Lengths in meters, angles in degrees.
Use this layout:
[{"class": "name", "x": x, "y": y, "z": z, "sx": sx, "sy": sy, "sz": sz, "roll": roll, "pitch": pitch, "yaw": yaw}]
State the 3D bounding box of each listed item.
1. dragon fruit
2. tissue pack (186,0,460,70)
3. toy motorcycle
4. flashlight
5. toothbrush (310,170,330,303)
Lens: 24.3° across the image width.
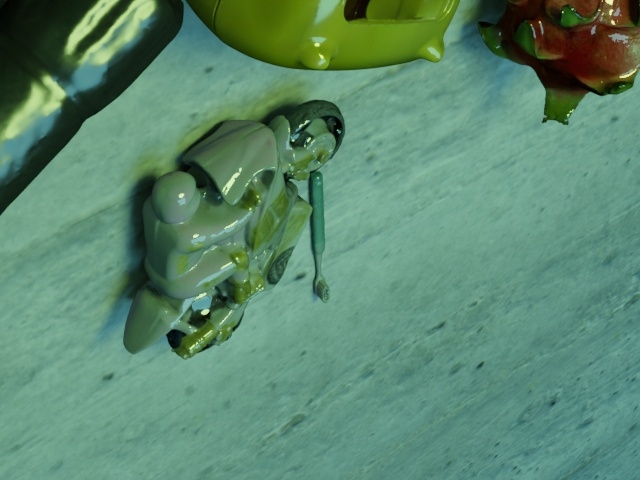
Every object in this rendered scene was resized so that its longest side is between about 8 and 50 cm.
[{"class": "dragon fruit", "x": 0.203, "y": -0.170, "z": 1.172, "sx": 0.137, "sy": 0.135, "sz": 0.236, "roll": -46, "pitch": 171, "yaw": -14}, {"class": "tissue pack", "x": 0.010, "y": -0.169, "z": 0.909, "sx": 0.178, "sy": 0.127, "sz": 0.123, "roll": -11, "pitch": 133, "yaw": -48}, {"class": "toy motorcycle", "x": -0.073, "y": -0.009, "z": 1.057, "sx": 0.152, "sy": 0.073, "sz": 0.225, "roll": 5, "pitch": 122, "yaw": -53}, {"class": "flashlight", "x": -0.236, "y": 0.000, "z": 0.791, "sx": 0.424, "sy": 0.103, "sz": 0.103, "roll": -49, "pitch": 152, "yaw": -12}, {"class": "toothbrush", "x": 0.000, "y": 0.000, "z": 1.223, "sx": 0.011, "sy": 0.014, "sz": 0.167, "roll": -26, "pitch": 146, "yaw": -17}]
